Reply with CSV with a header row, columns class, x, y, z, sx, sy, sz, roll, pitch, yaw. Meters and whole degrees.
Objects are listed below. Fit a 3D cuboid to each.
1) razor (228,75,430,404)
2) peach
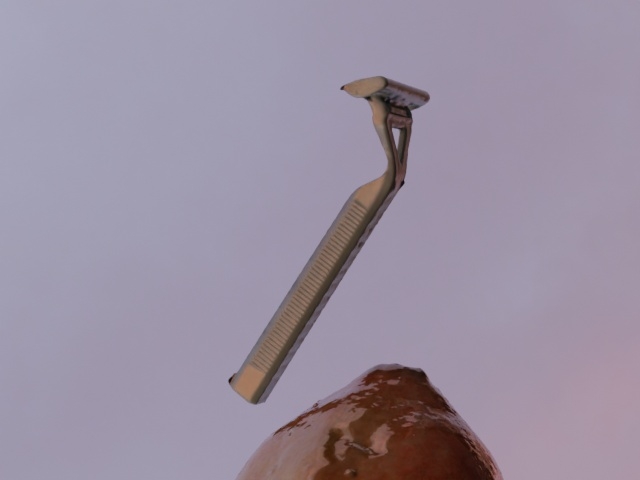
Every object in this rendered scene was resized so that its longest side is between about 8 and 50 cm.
class,x,y,z,sx,sy,sz,roll,pitch,yaw
razor,0.008,0.006,0.943,0.278,0.056,0.111,-65,-19,10
peach,0.034,0.196,0.866,0.232,0.232,0.232,12,-107,-43
